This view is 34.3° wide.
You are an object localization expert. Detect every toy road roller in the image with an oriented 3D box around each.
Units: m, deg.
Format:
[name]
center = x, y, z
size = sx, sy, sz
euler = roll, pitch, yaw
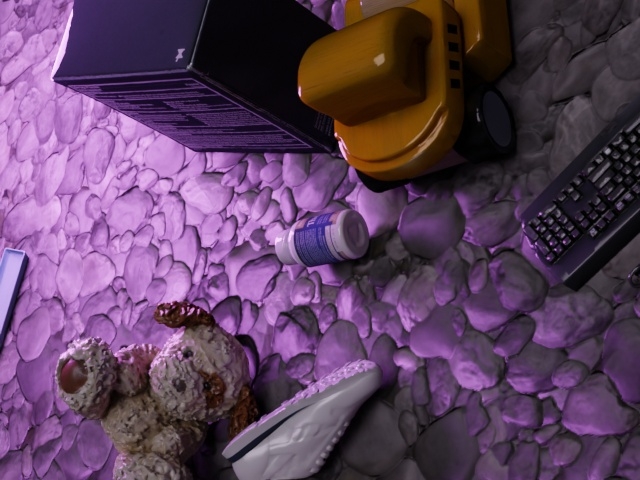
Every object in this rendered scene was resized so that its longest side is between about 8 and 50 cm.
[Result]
[toy road roller]
center = 0.097, -0.234, 1.276
size = 0.202, 0.240, 0.330
euler = -15, 65, 35

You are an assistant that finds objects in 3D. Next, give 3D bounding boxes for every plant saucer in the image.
[plant saucer]
center = -0.569, 0.109, 1.854
size = 0.067, 0.018, 0.192
euler = 7, 80, 41

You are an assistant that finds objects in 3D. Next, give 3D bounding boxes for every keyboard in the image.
[keyboard]
center = 0.371, -0.068, 1.130
size = 0.317, 0.033, 0.201
euler = -48, 50, 17

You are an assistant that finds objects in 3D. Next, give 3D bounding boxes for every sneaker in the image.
[sneaker]
center = -0.009, 0.237, 1.308
size = 0.235, 0.090, 0.095
euler = -35, 86, 13

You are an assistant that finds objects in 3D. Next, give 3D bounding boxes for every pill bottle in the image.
[pill bottle]
center = 0.000, 0.000, 1.387
size = 0.120, 0.067, 0.067
euler = -12, 67, 36

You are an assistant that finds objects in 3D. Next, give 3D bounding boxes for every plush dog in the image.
[plush dog]
center = -0.197, 0.212, 1.429
size = 0.225, 0.210, 0.262
euler = -33, 83, 10

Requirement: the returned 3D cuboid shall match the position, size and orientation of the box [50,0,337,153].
[box]
center = -0.160, -0.255, 1.462
size = 0.296, 0.294, 0.183
euler = 4, 77, 40
